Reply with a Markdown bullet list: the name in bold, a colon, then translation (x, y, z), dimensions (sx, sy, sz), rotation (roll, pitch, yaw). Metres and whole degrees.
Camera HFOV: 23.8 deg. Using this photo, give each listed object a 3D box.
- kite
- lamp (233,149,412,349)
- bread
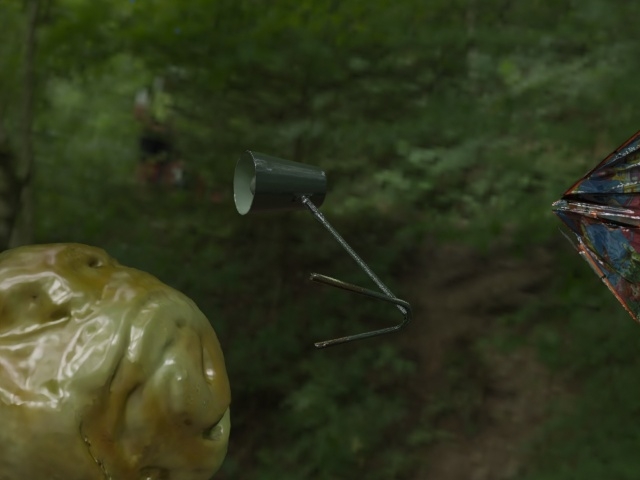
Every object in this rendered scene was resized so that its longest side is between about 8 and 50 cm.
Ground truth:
- **kite**: translation (0.273, -0.008, 1.221), dimensions (0.183, 0.241, 0.014), rotation (1, 3, 25)
- **lamp**: translation (0.000, -0.001, 0.715), dimensions (0.054, 0.041, 0.121), rotation (2, 36, -22)
- **bread**: translation (-0.166, 0.072, 0.573), dimensions (0.267, 0.130, 0.152), rotation (-6, -12, -1)
